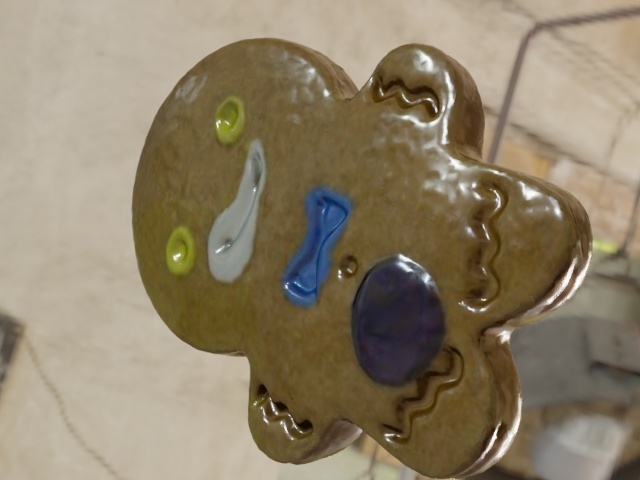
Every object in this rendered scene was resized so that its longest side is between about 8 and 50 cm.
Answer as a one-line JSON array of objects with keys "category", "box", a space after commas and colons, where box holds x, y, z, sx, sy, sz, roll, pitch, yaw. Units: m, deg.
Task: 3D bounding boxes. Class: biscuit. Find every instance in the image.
[{"category": "biscuit", "box": [0.000, 0.000, 0.619, 0.039, 0.179, 0.236, 10, 13, -46]}]
